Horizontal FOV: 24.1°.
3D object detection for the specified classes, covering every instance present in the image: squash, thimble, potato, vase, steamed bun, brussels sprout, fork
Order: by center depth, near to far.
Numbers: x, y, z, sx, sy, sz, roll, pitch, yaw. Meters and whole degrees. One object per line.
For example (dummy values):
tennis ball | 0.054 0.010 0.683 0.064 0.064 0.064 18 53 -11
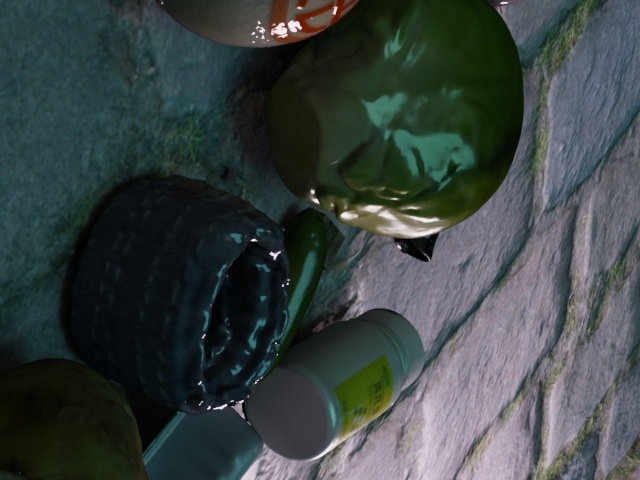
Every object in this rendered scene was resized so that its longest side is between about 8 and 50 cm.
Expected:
steamed bun | -0.029 -0.299 1.423 0.283 0.177 0.283 -42 162 -17
potato | -0.260 0.266 1.442 0.237 0.301 0.289 -53 167 -69
thimble | -0.140 0.058 1.576 0.205 0.172 0.236 -15 122 -61
fork | -0.092 -0.067 1.747 0.016 0.012 0.115 -63 158 -1
brussels sprout | 0.086 -0.156 1.753 0.344 0.268 0.344 -5 97 -40
squash | -0.052 0.082 1.869 0.258 0.069 0.069 -65 153 -4
vase | 0.173 -0.052 2.191 0.167 0.059 0.059 -61 153 -14

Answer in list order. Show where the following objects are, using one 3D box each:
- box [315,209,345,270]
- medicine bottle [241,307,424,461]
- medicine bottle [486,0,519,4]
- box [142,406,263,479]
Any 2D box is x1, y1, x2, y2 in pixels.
box | 0.000 0.000 1.950 0.053 0.024 0.083 -62 154 -10
medicine bottle | 0.025 0.186 2.007 0.258 0.143 0.143 -29 134 -53
medicine bottle | 0.220 -0.365 1.884 0.247 0.147 0.147 -69 177 -82
box | -0.170 0.311 1.705 0.337 0.106 0.264 -53 169 -28
